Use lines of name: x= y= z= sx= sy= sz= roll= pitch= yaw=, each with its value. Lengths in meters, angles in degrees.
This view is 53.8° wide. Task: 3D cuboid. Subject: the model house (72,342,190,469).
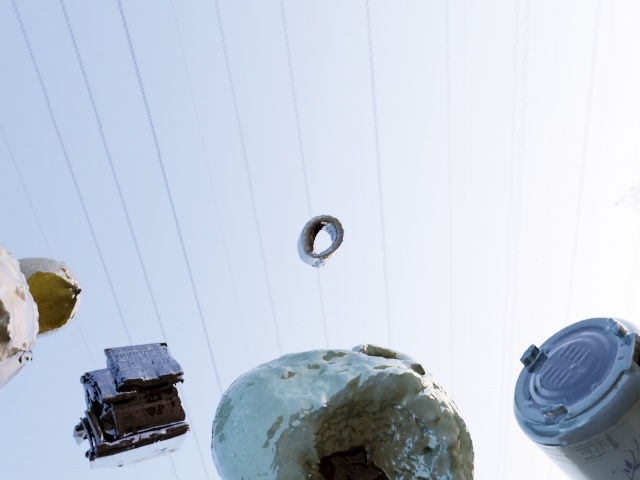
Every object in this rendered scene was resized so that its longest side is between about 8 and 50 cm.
model house: x=-0.489 y=0.405 z=1.587 sx=0.317 sy=0.283 sz=0.297 roll=-5 pitch=-26 yaw=-39

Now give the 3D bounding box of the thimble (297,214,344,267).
thimble: x=0.000 y=0.000 z=1.497 sx=0.090 sy=0.102 sz=0.115 roll=122 pitch=163 yaw=-70

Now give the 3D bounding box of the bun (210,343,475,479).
bun: x=0.025 y=0.147 z=0.502 sx=0.212 sy=0.203 sz=0.127 roll=13 pitch=-90 yaw=-44

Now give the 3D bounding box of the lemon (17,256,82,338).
lemon: x=-0.664 y=0.134 z=1.479 sx=0.192 sy=0.230 sz=0.192 roll=-5 pitch=-90 yaw=-78

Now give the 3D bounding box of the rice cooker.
rice cooker: x=0.472 y=0.284 z=0.993 sx=0.264 sy=0.316 sz=0.317 roll=-55 pitch=-36 yaw=-45

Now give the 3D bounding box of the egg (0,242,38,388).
egg: x=-0.519 y=0.101 z=0.833 sx=0.279 sy=0.279 sz=0.310 roll=-46 pitch=-24 yaw=-21
